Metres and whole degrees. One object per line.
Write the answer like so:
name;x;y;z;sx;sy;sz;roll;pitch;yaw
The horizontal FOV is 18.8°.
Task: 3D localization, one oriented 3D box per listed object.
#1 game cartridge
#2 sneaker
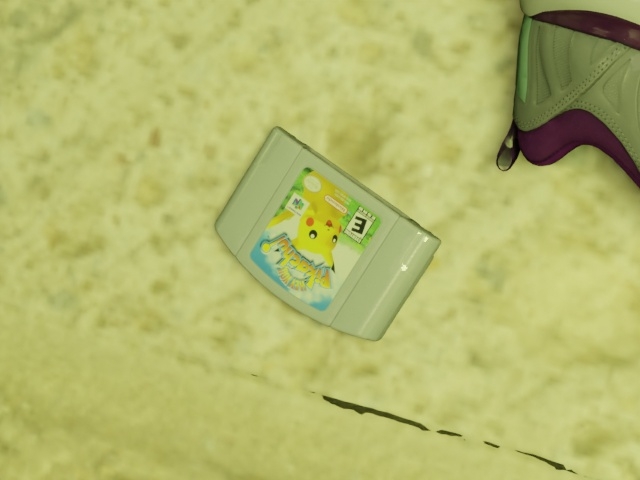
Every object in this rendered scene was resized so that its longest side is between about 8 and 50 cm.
game cartridge;0.000;0.000;0.754;0.083;0.017;0.056;35;104;20
sneaker;0.169;-0.035;0.669;0.223;0.083;0.098;22;119;24
